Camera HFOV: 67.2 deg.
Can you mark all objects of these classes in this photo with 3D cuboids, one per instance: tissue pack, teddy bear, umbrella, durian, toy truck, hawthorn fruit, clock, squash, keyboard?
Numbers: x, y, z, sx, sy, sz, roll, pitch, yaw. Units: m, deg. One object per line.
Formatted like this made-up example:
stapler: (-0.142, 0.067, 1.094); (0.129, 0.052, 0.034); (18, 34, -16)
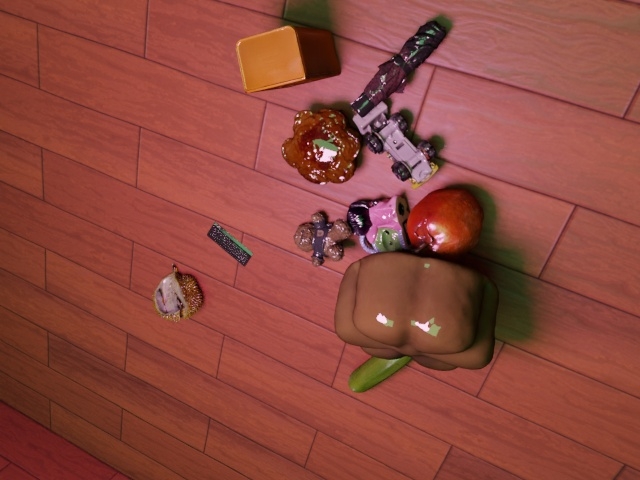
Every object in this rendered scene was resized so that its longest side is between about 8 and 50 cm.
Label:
tissue pack: (-0.084, -0.517, 1.374); (0.194, 0.274, 0.146); (-3, 109, 23)
teddy bear: (0.016, 0.004, 1.632); (0.251, 0.129, 0.182); (10, 86, 45)
umbrella: (0.211, -0.474, 1.343); (0.326, 0.094, 0.090); (-43, 63, 15)
durian: (-0.575, 0.224, 1.974); (0.193, 0.138, 0.238); (-17, 61, 20)
toy truck: (0.223, -0.282, 1.431); (0.136, 0.111, 0.286); (-40, 82, -1)
hawthorn fruit: (0.342, -0.028, 1.384); (0.211, 0.299, 0.212); (20, 127, 29)
clock: (0.187, -0.044, 1.553); (0.195, 0.100, 0.194); (-6, 108, 34)
squash: (0.228, 0.444, 1.732); (0.101, 0.101, 0.378); (46, 119, 0)
keyboard: (-0.351, 0.016, 1.854); (0.196, 0.015, 0.074); (40, 120, 4)

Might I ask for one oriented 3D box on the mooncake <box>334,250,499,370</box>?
mooncake: (0.275, 0.213, 1.412); (0.466, 0.467, 0.263); (8, 70, 20)

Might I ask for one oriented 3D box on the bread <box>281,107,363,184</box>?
bread: (0.020, -0.297, 1.499); (0.246, 0.135, 0.232); (32, 119, 9)
